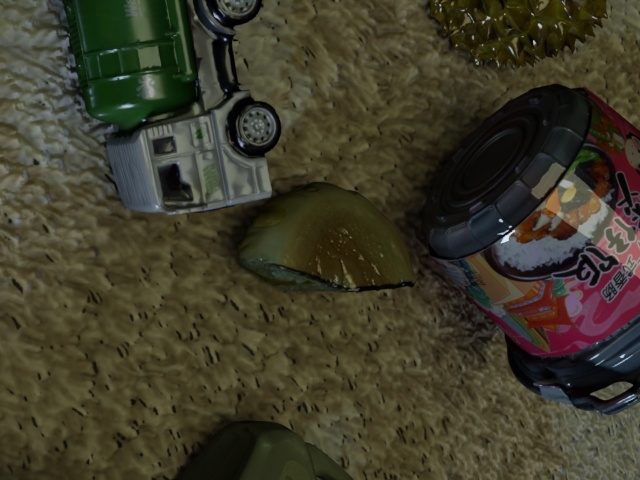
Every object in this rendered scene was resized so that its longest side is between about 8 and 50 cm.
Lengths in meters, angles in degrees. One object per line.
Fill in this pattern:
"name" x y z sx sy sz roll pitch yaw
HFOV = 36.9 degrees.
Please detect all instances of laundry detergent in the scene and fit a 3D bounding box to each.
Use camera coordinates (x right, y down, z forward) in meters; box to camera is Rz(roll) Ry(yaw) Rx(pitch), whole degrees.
"laundry detergent" -0.017 0.272 0.782 0.253 0.091 0.181 47 63 -29

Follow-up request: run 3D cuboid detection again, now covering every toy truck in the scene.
"toy truck" -0.111 -0.137 0.672 0.125 0.101 0.242 -15 101 -28

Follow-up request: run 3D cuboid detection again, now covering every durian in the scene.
"durian" 0.174 -0.239 0.871 0.132 0.165 0.182 -79 166 -52

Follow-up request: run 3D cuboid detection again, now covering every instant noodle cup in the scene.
"instant noodle cup" 0.206 -0.016 0.835 0.182 0.258 0.302 39 28 -17

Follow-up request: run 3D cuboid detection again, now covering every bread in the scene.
"bread" 0.000 0.000 0.771 0.157 0.083 0.094 -8 96 -36
